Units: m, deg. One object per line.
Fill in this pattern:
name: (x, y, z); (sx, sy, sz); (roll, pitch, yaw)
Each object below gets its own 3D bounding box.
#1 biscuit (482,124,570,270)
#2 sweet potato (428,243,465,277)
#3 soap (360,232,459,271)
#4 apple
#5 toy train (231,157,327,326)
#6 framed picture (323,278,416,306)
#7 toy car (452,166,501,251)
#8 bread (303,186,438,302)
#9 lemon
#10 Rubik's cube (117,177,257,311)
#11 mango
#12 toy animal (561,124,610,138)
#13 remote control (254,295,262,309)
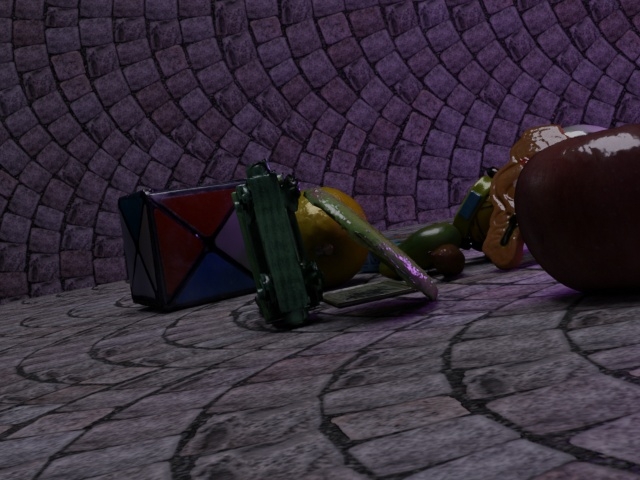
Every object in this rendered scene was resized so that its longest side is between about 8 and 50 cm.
biscuit: (0.433, -0.095, 1.808); (0.202, 0.333, 0.047); (-6, -34, 34)
sweet potato: (0.272, 0.046, 1.857); (0.068, 0.068, 0.226); (-10, -10, 16)
soap: (0.209, 0.027, 2.196); (0.156, 0.077, 0.293); (-13, 4, -33)
apple: (0.438, -0.044, 1.313); (0.306, 0.234, 0.306); (-10, 0, 0)
toy train: (-0.078, 0.009, 1.612); (0.120, 0.300, 0.202); (-15, -5, -8)
framed picture: (0.092, 0.105, 1.812); (0.173, 0.010, 0.231); (-11, 3, -12)
toy car: (0.409, -0.049, 2.028); (0.142, 0.200, 0.248); (36, 17, 29)
bread: (0.087, -0.001, 1.541); (0.045, 0.301, 0.301); (-51, 2, 2)
lemon: (0.000, 0.000, 2.054); (0.241, 0.240, 0.219); (-11, 15, 1)
Rubik's cube: (-0.343, 0.005, 2.352); (0.305, 0.306, 0.310); (-11, 4, -24)
mango: (0.220, 0.023, 1.972); (0.191, 0.085, 0.122); (-26, -5, 19)
toy animal: (0.557, -0.113, 1.915); (0.213, 0.266, 0.212); (-10, 8, 1)
remote control: (-0.087, 0.121, 1.848); (0.098, 0.045, 0.256); (-10, 0, -4)
